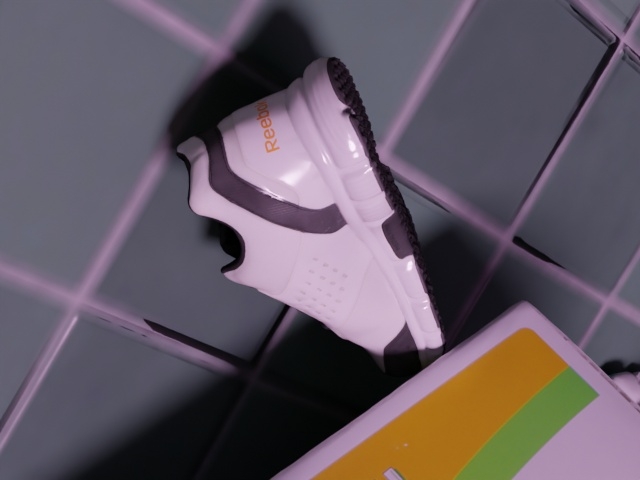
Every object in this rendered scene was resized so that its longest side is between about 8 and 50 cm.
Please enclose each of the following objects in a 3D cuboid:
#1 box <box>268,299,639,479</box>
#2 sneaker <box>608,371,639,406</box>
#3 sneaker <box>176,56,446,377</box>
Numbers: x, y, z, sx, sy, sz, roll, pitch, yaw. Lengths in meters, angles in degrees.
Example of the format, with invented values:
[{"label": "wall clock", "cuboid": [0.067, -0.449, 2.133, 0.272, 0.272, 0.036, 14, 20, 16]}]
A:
[{"label": "box", "cuboid": [0.001, 0.126, 0.393, 0.203, 0.103, 0.114, -33, 155, -25]}, {"label": "sneaker", "cuboid": [0.146, 0.087, 0.552, 0.166, 0.076, 0.065, 5, 112, -46]}, {"label": "sneaker", "cuboid": [0.000, 0.000, 0.393, 0.043, 0.040, 0.109, -21, 142, 6]}]
